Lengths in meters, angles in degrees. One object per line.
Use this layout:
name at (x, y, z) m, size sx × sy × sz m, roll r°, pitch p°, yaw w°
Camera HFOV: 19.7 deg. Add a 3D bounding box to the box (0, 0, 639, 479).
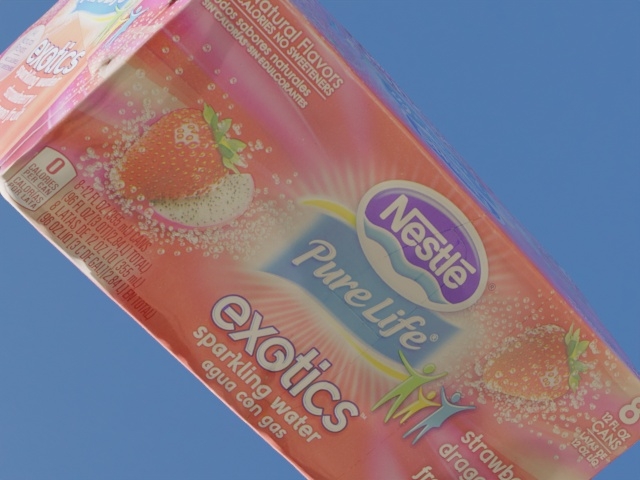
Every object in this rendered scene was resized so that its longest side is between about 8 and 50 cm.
box at (0.000, 0.000, 0.844) m, size 0.142 × 0.154 × 0.300 m, roll -41°, pitch -66°, yaw 8°
